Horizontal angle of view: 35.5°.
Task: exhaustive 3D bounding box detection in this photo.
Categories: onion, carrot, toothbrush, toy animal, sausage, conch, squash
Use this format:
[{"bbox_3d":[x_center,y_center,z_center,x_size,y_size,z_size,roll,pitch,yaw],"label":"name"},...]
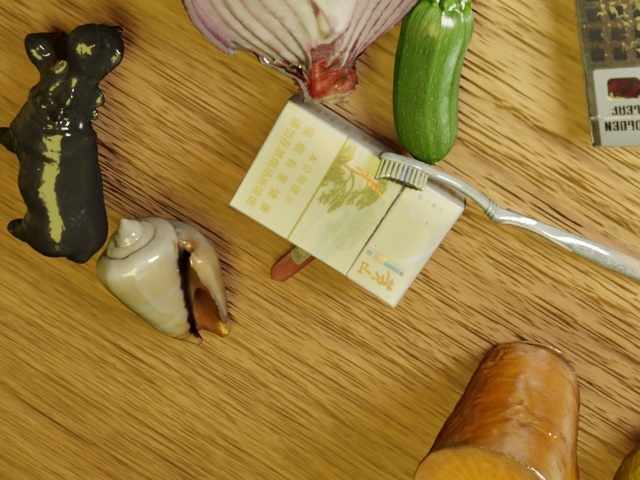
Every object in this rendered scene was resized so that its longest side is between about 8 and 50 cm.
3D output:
[{"bbox_3d":[-0.018,-0.280,0.960,0.267,0.159,0.349,-9,156,-5],"label":"onion"},{"bbox_3d":[0.238,0.241,1.185,0.196,0.254,0.196,14,126,20],"label":"carrot"},{"bbox_3d":[0.234,-0.016,1.099,0.375,0.037,0.028,22,166,-6],"label":"toothbrush"},{"bbox_3d":[-0.333,-0.131,1.262,0.168,0.106,0.343,32,126,30],"label":"toy animal"},{"bbox_3d":[0.000,0.000,1.266,0.029,0.029,0.223,43,133,-10],"label":"sausage"},{"bbox_3d":[-0.211,0.045,1.371,0.158,0.127,0.255,-19,144,1],"label":"conch"},{"bbox_3d":[0.115,-0.174,1.040,0.077,0.068,0.219,23,134,19],"label":"squash"}]

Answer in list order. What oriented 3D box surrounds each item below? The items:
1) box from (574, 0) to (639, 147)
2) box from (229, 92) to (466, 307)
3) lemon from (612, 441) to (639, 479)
[{"bbox_3d":[0.321,-0.233,0.901,0.180,0.047,0.325,1,126,27],"label":"box"},{"bbox_3d":[0.032,-0.047,1.158,0.233,0.067,0.149,32,114,0],"label":"box"},{"bbox_3d":[0.446,0.312,1.177,0.192,0.192,0.231,35,134,-3],"label":"lemon"}]
